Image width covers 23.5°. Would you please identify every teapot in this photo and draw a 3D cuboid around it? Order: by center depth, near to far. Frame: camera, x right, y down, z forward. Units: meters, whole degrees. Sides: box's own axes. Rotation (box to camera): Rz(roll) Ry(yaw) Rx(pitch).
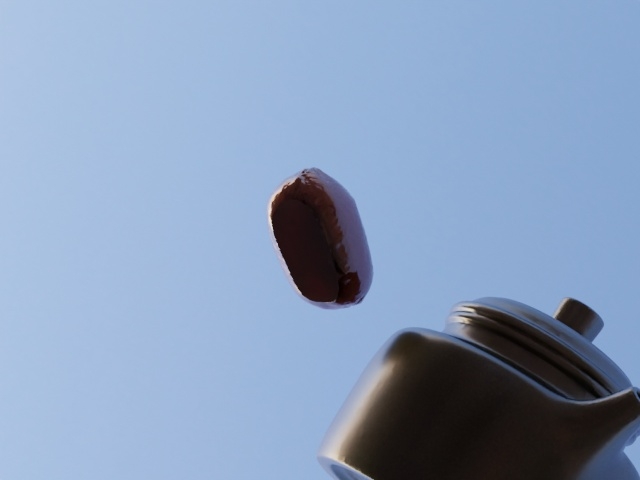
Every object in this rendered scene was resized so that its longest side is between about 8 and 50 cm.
[{"bbox_3d":[0.112,0.113,0.958,0.175,0.185,0.268,-53,-162,-14],"label":"teapot"}]

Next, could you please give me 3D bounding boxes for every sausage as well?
[{"bbox_3d":[0.000,0.000,0.979,0.059,0.054,0.094,-15,-80,29],"label":"sausage"}]
